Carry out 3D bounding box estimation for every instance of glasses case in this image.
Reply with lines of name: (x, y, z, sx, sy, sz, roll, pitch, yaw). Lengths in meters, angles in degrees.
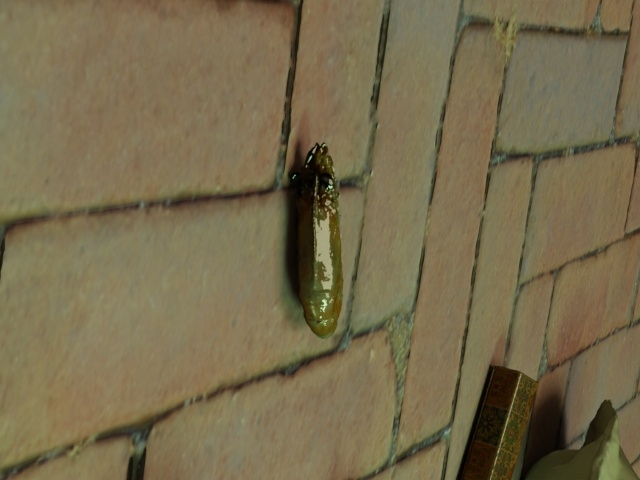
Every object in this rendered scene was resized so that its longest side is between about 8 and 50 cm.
glasses case: (0.222, 0.276, 1.710, 0.075, 0.049, 0.218, 32, 74, -57)

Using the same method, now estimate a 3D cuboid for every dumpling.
dumpling: (0.415, 0.396, 1.961, 0.395, 0.233, 0.315, 49, 55, -75)

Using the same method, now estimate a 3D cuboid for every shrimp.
shrimp: (0.000, 0.000, 1.165, 0.101, 0.042, 0.190, -73, 162, -59)
